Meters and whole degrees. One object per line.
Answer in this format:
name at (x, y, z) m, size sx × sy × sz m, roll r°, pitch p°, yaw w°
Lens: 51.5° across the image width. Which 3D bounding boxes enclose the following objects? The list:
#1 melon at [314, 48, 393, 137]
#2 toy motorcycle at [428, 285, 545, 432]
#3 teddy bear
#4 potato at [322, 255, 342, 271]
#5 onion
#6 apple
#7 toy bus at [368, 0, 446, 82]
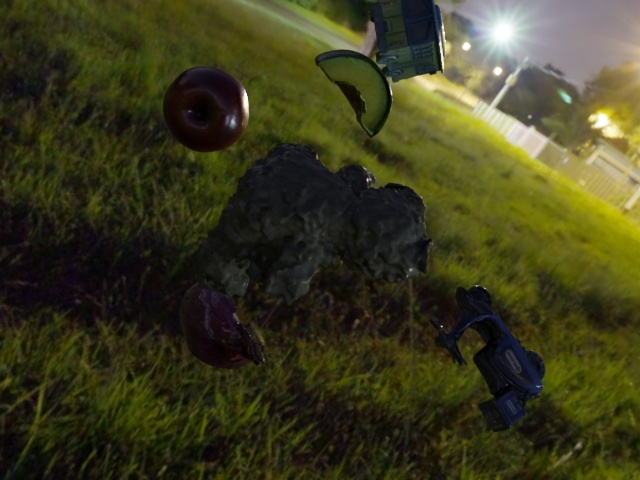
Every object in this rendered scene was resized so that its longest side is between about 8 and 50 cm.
melon at (0.098, -0.427, 1.753) m, size 0.265 × 0.129 × 0.169 m, roll 46°, pitch 15°, yaw -33°
toy motorcycle at (0.426, 0.287, 1.705) m, size 0.213 × 0.125 × 0.358 m, roll -25°, pitch 76°, yaw -26°
teddy bear at (0.013, -0.016, 1.163) m, size 0.368 × 0.224 × 0.357 m, roll 26°, pitch 52°, yaw 7°
potato at (0.000, 0.000, 1.787) m, size 0.188 × 0.085 × 0.105 m, roll 64°, pitch 9°, yaw 5°
onion at (-0.284, 0.259, 1.808) m, size 0.349 × 0.159 × 0.267 m, roll 34°, pitch -35°, yaw 61°
apple at (-0.289, -0.333, 1.688) m, size 0.218 × 0.218 × 0.201 m, roll 33°, pitch 22°, yaw -4°
toy bus at (0.250, -0.561, 1.860) m, size 0.312 × 0.190 × 0.151 m, roll 9°, pitch 71°, yaw -78°
